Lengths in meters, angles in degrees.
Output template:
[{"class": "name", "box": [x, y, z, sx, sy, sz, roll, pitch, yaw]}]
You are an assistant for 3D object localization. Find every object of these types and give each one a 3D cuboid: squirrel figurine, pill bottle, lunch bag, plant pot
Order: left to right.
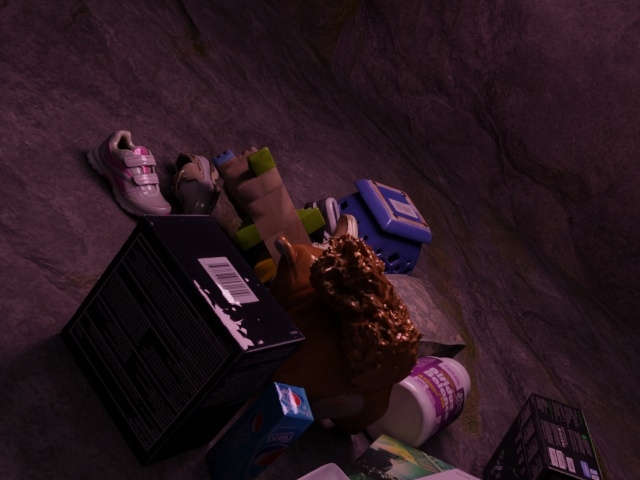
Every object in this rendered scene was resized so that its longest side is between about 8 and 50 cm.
[{"class": "squirrel figurine", "box": [0.029, 0.144, 1.640, 0.281, 0.397, 0.371, 14, 50, -31]}, {"class": "plant pot", "box": [0.165, -0.028, 2.333, 0.236, 0.212, 0.236, 16, 34, -41]}, {"class": "lunch bag", "box": [0.186, 0.210, 2.032, 0.287, 0.169, 0.235, 15, 35, -49]}, {"class": "pill bottle", "box": [0.229, 0.356, 1.851, 0.169, 0.169, 0.301, 49, 27, 17]}]

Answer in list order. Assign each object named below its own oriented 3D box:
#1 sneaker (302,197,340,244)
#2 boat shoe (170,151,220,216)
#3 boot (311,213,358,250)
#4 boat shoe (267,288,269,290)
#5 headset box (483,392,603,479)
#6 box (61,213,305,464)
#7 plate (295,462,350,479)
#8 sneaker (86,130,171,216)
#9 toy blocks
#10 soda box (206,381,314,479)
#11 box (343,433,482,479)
[{"class": "sneaker", "box": [0.000, 0.000, 2.229, 0.079, 0.121, 0.217, 6, 75, -67]}, {"class": "boat shoe", "box": [-0.310, -0.124, 1.973, 0.103, 0.113, 0.302, 28, 17, -20]}, {"class": "boot", "box": [0.003, 0.014, 2.098, 0.165, 0.213, 0.077, 21, -13, -30]}, {"class": "boat shoe", "box": [-0.177, 0.124, 1.761, 0.305, 0.091, 0.109, 13, 36, -44]}, {"class": "headset box", "box": [0.473, 0.529, 1.794, 0.131, 0.283, 0.246, 20, 27, -5]}, {"class": "box", "box": [-0.239, 0.158, 1.386, 0.296, 0.294, 0.182, 51, 25, 21]}, {"class": "plate", "box": [0.034, 0.496, 1.284, 0.277, 0.045, 0.278, 47, 21, 21]}, {"class": "sneaker", "box": [-0.421, -0.152, 1.849, 0.252, 0.111, 0.103, 47, 26, 13]}, {"class": "toy blocks", "box": [-0.137, -0.076, 1.900, 0.261, 0.190, 0.381, 45, -16, 55]}, {"class": "soda box", "box": [-0.105, 0.334, 1.384, 0.067, 0.210, 0.071, 20, 33, -37]}, {"class": "box", "box": [0.160, 0.488, 1.553, 0.232, 0.059, 0.322, 21, 14, 20]}]
